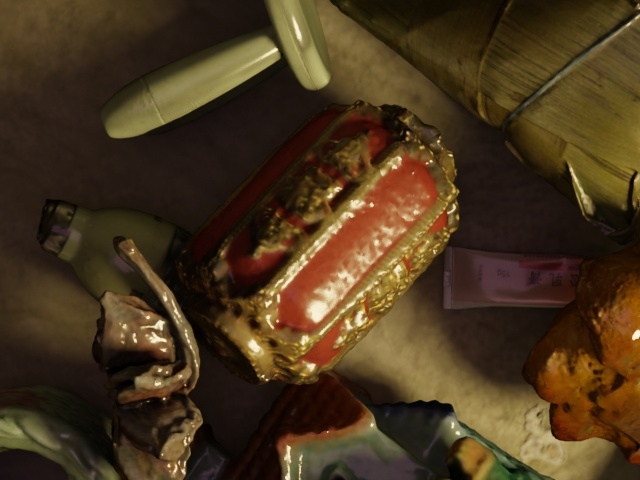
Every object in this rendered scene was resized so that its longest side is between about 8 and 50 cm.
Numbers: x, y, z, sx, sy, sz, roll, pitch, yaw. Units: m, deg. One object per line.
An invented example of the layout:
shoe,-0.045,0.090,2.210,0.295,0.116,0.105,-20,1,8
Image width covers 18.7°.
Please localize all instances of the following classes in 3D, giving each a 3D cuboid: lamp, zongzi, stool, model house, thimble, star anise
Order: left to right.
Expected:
thimble,-0.270,0.229,1.778,0.211,0.149,0.185,44,96,-1
star anise,-0.150,0.118,1.687,0.089,0.209,0.231,-8,135,-18
lamp,-0.146,0.033,1.790,0.250,0.101,0.101,25,94,-11
stool,-0.110,-0.202,1.724,0.198,0.195,0.195,-16,93,5
model house,-0.006,0.239,1.730,0.329,0.252,0.295,38,95,6
lamp,0.000,0.000,1.717,0.177,0.177,0.274,44,74,-1
zongzi,0.224,-0.226,1.720,0.360,0.160,0.323,37,106,8

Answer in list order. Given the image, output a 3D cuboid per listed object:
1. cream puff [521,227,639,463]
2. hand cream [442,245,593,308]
cream puff,0.318,0.098,1.715,0.269,0.241,0.155,3,50,-12
hand cream,0.221,0.036,1.807,0.216,0.038,0.052,1,66,6
